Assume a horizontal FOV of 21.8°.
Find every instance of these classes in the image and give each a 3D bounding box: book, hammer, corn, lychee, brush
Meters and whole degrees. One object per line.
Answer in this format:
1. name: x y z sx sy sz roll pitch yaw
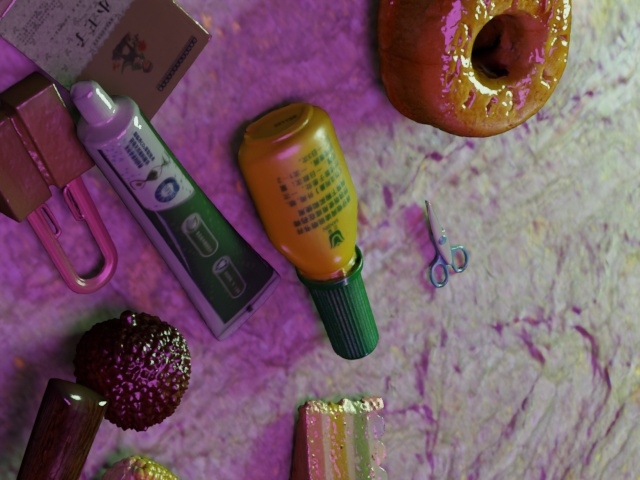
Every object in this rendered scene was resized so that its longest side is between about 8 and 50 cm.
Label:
1. book: -0.207 -0.201 1.584 0.199 0.016 0.138 41 81 -38
2. hammer: -0.298 0.312 1.669 0.243 0.095 0.408 8 112 -34
3. corn: -0.144 0.317 1.810 0.081 0.081 0.248 -50 128 -7
4. lychee: -0.186 0.131 1.679 0.123 0.123 0.129 -37 121 -16
5. brush: -0.256 -0.038 1.605 0.103 0.047 0.233 -39 127 -20

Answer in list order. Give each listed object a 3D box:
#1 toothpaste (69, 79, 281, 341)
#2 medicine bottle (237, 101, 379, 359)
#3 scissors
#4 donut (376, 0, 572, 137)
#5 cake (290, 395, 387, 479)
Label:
1. toothpaste: -0.147 -0.033 1.661 0.099 0.061 0.392 -45 139 -11
2. medicine bottle: 0.000 0.000 1.776 0.111 0.076 0.309 -31 123 -17
3. scissors: 0.138 0.001 1.910 0.058 0.014 0.119 -37 129 -17
4. donut: 0.166 -0.218 1.775 0.227 0.114 0.226 -15 119 -30
5. cake: 0.027 0.292 1.915 0.109 0.090 0.225 -5 112 -29
